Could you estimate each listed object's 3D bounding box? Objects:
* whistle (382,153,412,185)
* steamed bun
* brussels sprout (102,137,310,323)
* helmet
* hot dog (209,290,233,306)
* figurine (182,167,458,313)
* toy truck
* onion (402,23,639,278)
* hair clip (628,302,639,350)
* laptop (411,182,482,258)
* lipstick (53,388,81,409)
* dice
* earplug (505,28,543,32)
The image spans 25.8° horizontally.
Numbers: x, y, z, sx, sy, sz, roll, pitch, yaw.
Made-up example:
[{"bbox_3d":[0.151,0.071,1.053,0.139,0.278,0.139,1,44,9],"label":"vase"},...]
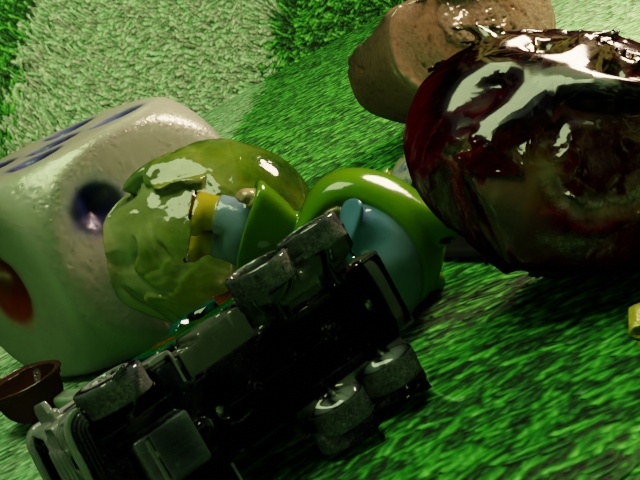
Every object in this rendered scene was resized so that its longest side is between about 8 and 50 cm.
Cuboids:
[{"bbox_3d":[0.105,-0.071,1.838,0.198,0.057,0.104,-28,26,23],"label":"whistle"},{"bbox_3d":[0.210,-0.270,2.132,0.301,0.199,0.251,-21,-6,-21],"label":"steamed bun"},{"bbox_3d":[-0.119,-0.005,1.586,0.244,0.244,0.244,-23,13,6],"label":"brussels sprout"},{"bbox_3d":[-0.329,0.181,1.597,0.089,0.057,0.111,-37,18,-32],"label":"helmet"},{"bbox_3d":[-0.083,0.101,1.390,0.123,0.093,0.261,-28,13,-11],"label":"hot dog"},{"bbox_3d":[0.000,0.000,1.375,0.263,0.162,0.143,9,44,0],"label":"figurine"},{"bbox_3d":[-0.065,0.120,1.154,0.363,0.176,0.178,-34,7,-37],"label":"toy truck"},{"bbox_3d":[0.232,-0.071,1.260,0.314,0.232,0.314,-3,30,2],"label":"onion"},{"bbox_3d":[0.309,0.045,1.006,0.173,0.046,0.072,-18,18,18],"label":"hair clip"},{"bbox_3d":[0.147,-0.045,1.514,0.016,0.135,0.197,14,-8,-28],"label":"laptop"},{"bbox_3d":[-0.248,0.179,1.536,0.107,0.025,0.025,-5,23,38],"label":"lipstick"},{"bbox_3d":[-0.283,-0.008,1.791,0.304,0.277,0.304,-35,14,-34],"label":"dice"},{"bbox_3d":[0.230,-0.150,1.635,0.214,0.175,0.325,-23,2,-1],"label":"earplug"}]
